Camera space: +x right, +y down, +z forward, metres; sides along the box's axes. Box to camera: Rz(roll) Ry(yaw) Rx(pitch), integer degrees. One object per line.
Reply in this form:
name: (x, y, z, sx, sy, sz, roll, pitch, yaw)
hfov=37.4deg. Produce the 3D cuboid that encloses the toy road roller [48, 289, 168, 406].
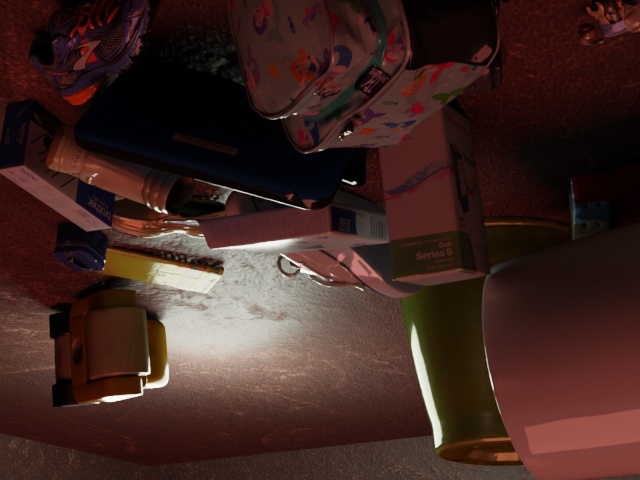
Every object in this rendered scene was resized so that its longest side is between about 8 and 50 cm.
toy road roller: (-0.400, 0.225, 1.934, 0.241, 0.202, 0.329, 3, 165, -36)

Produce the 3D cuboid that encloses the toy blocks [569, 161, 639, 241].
toy blocks: (0.502, -0.038, 1.335, 0.382, 0.190, 0.261, -4, 145, 12)

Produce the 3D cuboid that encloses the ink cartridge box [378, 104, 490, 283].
ink cartridge box: (0.141, -0.056, 1.181, 0.093, 0.212, 0.154, -11, 171, 21)

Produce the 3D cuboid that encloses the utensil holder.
utensil holder: (0.438, 0.124, 1.188, 0.386, 0.327, 0.328, -16, 152, 27)

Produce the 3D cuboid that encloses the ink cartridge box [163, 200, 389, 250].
ink cartridge box: (-0.050, -0.010, 1.215, 0.224, 0.045, 0.223, -6, 175, 22)

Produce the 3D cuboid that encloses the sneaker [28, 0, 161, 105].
sneaker: (-0.247, -0.221, 1.020, 0.087, 0.083, 0.221, 31, 140, -29)

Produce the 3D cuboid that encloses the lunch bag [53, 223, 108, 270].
lunch bag: (-0.404, 0.015, 1.591, 0.067, 0.065, 0.098, -5, 157, 14)

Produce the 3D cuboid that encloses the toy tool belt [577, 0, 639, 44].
toy tool belt: (0.307, -0.244, 0.993, 0.083, 0.052, 0.051, -14, 122, 25)

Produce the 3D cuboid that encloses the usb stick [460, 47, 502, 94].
usb stick: (0.073, -0.191, 1.115, 0.278, 0.045, 0.077, -4, 156, 9)

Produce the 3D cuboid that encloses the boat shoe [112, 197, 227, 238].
boat shoe: (-0.234, -0.049, 1.454, 0.190, 0.068, 0.072, 0, 147, -24)

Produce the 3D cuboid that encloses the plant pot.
plant pot: (0.306, 0.193, 1.620, 0.367, 0.352, 0.366, 1, 157, 1)

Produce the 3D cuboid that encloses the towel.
towel: (-0.302, 0.049, 1.732, 0.237, 0.021, 0.102, 12, 149, -23)

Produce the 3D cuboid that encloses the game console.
game console: (-0.103, -0.094, 1.117, 0.293, 0.250, 0.173, 15, 132, 9)

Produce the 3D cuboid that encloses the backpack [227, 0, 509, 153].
backpack: (0.024, -0.198, 0.858, 0.191, 0.225, 0.253, -9, 165, -21)

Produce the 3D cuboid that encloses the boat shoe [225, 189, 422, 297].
boat shoe: (-0.002, 0.007, 1.473, 0.156, 0.135, 0.367, -21, 146, 40)

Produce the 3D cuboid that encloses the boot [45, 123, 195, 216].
boot: (-0.236, -0.090, 1.195, 0.165, 0.077, 0.213, 21, -174, 1)

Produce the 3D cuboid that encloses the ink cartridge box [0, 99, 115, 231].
ink cartridge box: (-0.352, -0.096, 1.288, 0.046, 0.097, 0.207, -7, 156, 19)
